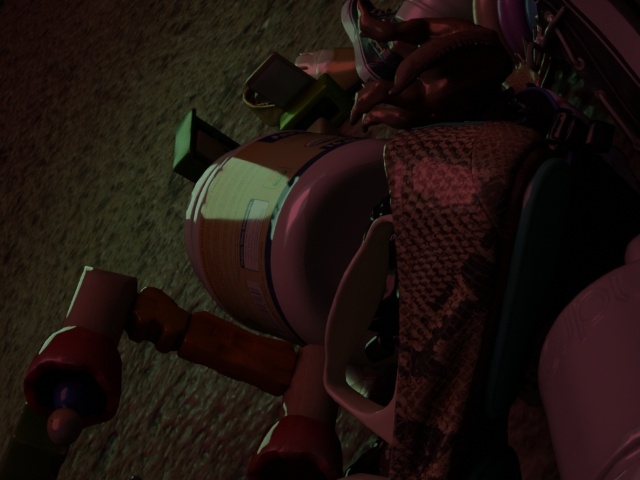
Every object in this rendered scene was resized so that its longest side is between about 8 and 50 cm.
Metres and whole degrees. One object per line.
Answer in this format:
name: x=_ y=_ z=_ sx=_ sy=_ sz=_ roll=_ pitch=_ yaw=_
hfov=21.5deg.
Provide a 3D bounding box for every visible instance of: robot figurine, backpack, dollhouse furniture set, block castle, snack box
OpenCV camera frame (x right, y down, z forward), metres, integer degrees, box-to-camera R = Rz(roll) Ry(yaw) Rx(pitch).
robot figurine: x=0.262 y=0.147 z=1.152 sx=0.300 sy=0.199 sz=0.353 roll=-51 pitch=25 yaw=27
backpack: x=0.176 y=-0.007 z=1.478 sx=0.276 sy=0.213 sz=0.263 roll=-42 pitch=23 yaw=17
dollhouse furniture set: x=-0.068 y=-0.077 z=2.078 sx=0.197 sy=0.151 sz=0.301 roll=-43 pitch=28 yaw=28
block castle: x=-0.179 y=0.269 z=1.607 sx=0.213 sy=0.303 sz=0.453 roll=-78 pitch=14 yaw=-50
snack box: x=0.030 y=0.137 z=1.801 sx=0.064 sy=0.022 sz=0.178 roll=-60 pitch=24 yaw=-9

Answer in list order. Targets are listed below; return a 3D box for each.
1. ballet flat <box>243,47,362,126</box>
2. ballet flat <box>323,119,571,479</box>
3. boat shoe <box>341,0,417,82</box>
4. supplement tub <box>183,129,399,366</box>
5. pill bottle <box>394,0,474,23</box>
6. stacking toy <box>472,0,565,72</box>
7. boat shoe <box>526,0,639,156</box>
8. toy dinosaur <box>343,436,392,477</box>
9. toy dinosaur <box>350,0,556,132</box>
ballet flat: x=-0.024 y=-0.210 z=2.248 sx=0.232 sy=0.073 sz=0.080 roll=-25 pitch=40 yaw=49
ballet flat: x=0.085 y=0.144 z=1.314 sx=0.182 sy=0.164 sz=0.483 roll=7 pitch=99 yaw=25
boat shoe: x=0.082 y=-0.269 z=2.143 sx=0.083 sy=0.065 sz=0.183 roll=-43 pitch=35 yaw=25
supplement tub: x=0.000 y=0.000 z=1.772 sx=0.228 sy=0.228 sz=0.316 roll=-61 pitch=25 yaw=-8
pill bottle: x=0.172 y=-0.320 z=1.976 sx=0.193 sy=0.108 sz=0.108 roll=-56 pitch=25 yaw=1
stacking toy: x=0.299 y=-0.239 z=1.636 sx=0.330 sy=0.141 sz=0.141 roll=-1 pitch=60 yaw=56
boat shoe: x=0.242 y=-0.199 z=1.548 sx=0.105 sy=0.306 sz=0.113 roll=-46 pitch=-10 yaw=33
toy dinosaur: x=0.054 y=0.246 z=1.518 sx=0.313 sy=0.121 sz=0.160 roll=-8 pitch=47 yaw=55
toy dinosaur: x=0.139 y=-0.158 z=1.600 sx=0.295 sy=0.200 sz=0.127 roll=21 pitch=-105 yaw=-79
